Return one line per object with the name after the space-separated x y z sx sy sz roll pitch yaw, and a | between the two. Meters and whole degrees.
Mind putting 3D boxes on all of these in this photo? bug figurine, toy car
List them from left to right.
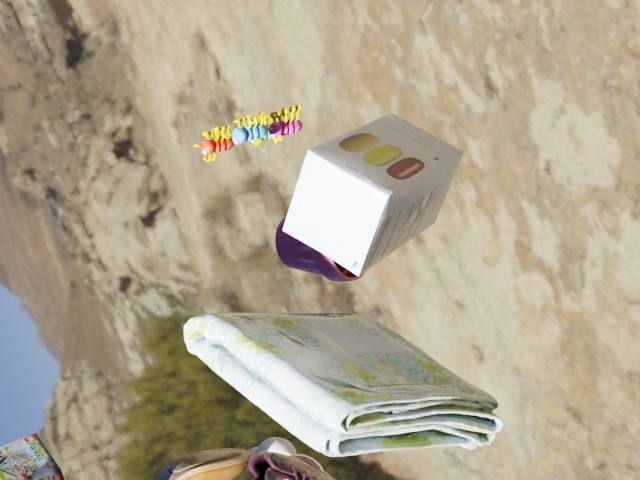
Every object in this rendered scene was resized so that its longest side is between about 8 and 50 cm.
-0.157 -0.245 2.186 0.279 0.216 0.072 -5 101 63 | bug figurine
-0.077 0.459 1.754 0.182 0.136 0.159 -44 30 55 | toy car

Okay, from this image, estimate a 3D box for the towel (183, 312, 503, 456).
0.031 0.187 1.351 0.374 0.321 0.090 26 104 49 | towel

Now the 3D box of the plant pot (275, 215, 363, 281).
0.000 0.000 2.285 0.180 0.201 0.201 -3 118 34 | plant pot

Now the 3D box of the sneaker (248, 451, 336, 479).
-0.013 0.407 1.469 0.281 0.106 0.162 20 172 43 | sneaker

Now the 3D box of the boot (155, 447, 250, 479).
-0.224 0.493 1.627 0.109 0.284 0.220 -7 101 55 | boot

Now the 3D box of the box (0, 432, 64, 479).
-0.603 0.462 1.938 0.207 0.114 0.036 18 125 58 | box

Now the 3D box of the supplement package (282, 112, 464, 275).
0.079 -0.072 1.366 0.139 0.244 0.133 30 122 19 | supplement package
